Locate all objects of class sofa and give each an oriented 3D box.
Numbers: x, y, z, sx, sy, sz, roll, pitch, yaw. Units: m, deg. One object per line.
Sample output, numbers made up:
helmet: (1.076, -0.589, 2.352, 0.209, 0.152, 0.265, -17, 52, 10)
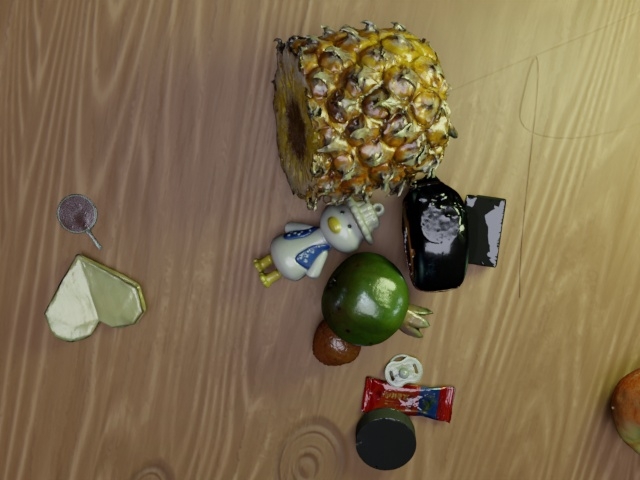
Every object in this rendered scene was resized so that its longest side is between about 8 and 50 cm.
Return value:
sofa: (0.340, -0.021, 1.378, 0.085, 0.060, 0.147, 8, 98, 15)

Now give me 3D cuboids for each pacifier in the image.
pacifier: (0.179, 0.281, 1.410, 0.083, 0.064, 0.068, -16, 81, 2)

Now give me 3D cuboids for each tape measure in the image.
tape measure: (0.231, -0.008, 1.299, 0.135, 0.202, 0.222, -5, 105, 3)

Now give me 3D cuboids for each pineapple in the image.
pineapple: (0.076, -0.225, 1.204, 0.300, 0.352, 0.352, -6, 98, -9)

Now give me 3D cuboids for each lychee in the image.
lychee: (0.038, 0.201, 1.379, 0.101, 0.114, 0.140, 14, 117, -26)

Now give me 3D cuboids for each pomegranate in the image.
pomegranate: (0.115, 0.128, 1.292, 0.225, 0.187, 0.187, 23, 98, -17)

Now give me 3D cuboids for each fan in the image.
fan: (-0.505, -0.036, 1.388, 0.085, 0.005, 0.133, -31, 97, 3)

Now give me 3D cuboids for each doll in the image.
doll: (0.000, 0.000, 1.341, 0.293, 0.119, 0.138, -27, 63, 5)

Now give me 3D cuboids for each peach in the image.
peach: (0.736, 0.359, 1.376, 0.233, 0.232, 0.232, 0, 98, 0)

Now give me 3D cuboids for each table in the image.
table: (0.143, 0.436, 1.433, 0.134, 0.043, 0.133, 1, 107, 3)

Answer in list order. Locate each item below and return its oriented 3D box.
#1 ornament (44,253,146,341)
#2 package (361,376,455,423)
ornament: (-0.485, 0.113, 1.388, 0.201, 0.059, 0.180, -15, 97, -1)
package: (0.194, 0.352, 1.442, 0.201, 0.022, 0.083, 7, 98, 0)
